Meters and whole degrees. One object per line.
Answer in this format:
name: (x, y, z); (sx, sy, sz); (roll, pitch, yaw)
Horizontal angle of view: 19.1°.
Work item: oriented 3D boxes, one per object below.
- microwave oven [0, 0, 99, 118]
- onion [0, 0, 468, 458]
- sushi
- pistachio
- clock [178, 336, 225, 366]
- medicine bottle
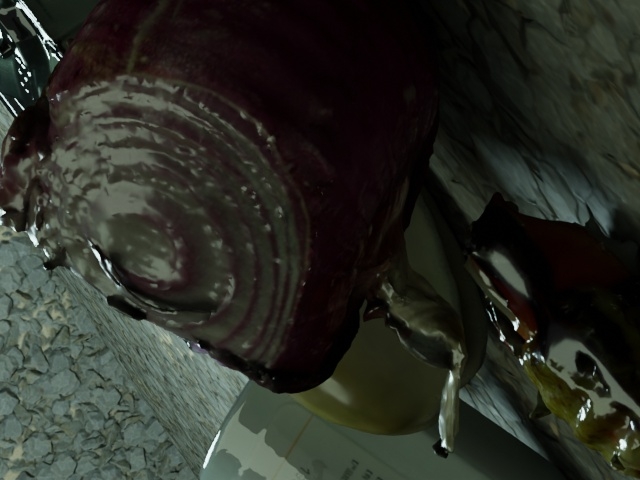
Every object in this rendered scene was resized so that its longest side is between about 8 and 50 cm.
microwave oven: (-0.177, -0.192, 1.344); (0.237, 0.181, 0.295); (51, 168, 7)
onion: (-0.032, -0.067, 1.055); (0.272, 0.230, 0.256); (15, -154, -14)
sushi: (0.162, 0.068, 1.011); (0.226, 0.103, 0.097); (51, 141, 23)
pistachio: (0.000, 0.000, 1.304); (0.288, 0.197, 0.166); (43, -149, -2)
clock: (-0.129, -0.006, 1.689); (0.227, 0.090, 0.248); (60, -170, 16)
medicine bottle: (0.078, 0.208, 1.447); (0.324, 0.124, 0.179); (35, 123, 9)
